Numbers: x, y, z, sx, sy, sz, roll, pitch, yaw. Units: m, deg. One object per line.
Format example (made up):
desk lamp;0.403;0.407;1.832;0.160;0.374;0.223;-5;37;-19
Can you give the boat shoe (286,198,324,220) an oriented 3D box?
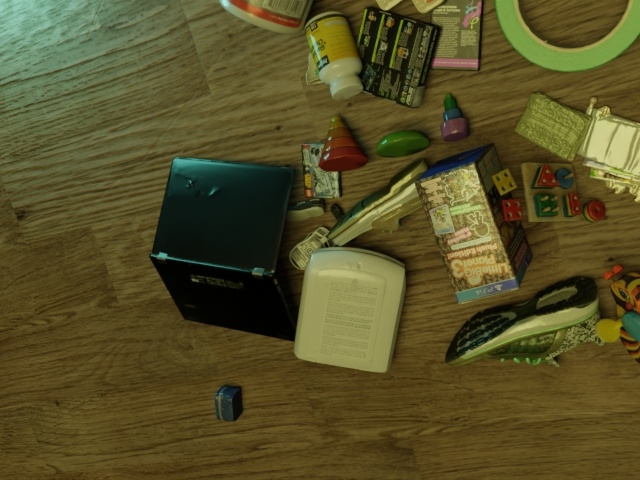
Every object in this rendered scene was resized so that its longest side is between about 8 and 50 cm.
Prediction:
boat shoe;-0.045;-0.080;2.107;0.125;0.038;0.046;-12;146;33

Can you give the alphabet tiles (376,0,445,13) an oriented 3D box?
alphabet tiles;0.208;-0.651;1.821;0.278;0.021;0.284;-31;88;20

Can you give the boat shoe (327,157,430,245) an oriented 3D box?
boat shoe;0.154;-0.066;1.988;0.302;0.113;0.103;-35;104;23

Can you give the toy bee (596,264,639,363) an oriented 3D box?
toy bee;0.699;0.131;1.826;0.162;0.195;0.298;51;143;40

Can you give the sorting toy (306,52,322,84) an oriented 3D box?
sorting toy;0.005;-0.417;1.984;0.083;0.045;0.075;-12;95;24

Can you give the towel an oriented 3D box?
towel;0.513;-0.253;1.839;0.148;0.027;0.110;30;116;18

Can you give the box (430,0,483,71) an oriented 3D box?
box;0.303;-0.463;1.860;0.116;0.029;0.162;7;110;18

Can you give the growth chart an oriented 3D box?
growth chart;0.662;-0.188;1.812;0.237;0.021;0.172;27;114;11

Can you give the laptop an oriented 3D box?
laptop;-0.224;0.025;2.191;0.381;0.236;0.408;8;138;28

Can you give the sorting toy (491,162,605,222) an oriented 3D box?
sorting toy;0.504;-0.109;1.810;0.046;0.274;0.132;150;118;-66

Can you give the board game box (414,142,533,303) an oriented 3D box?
board game box;0.349;-0.043;1.860;0.141;0.232;0.291;-17;99;26

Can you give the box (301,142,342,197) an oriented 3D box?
box;0.003;-0.174;2.065;0.093;0.027;0.137;2;107;19

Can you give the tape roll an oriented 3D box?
tape roll;0.528;-0.517;1.731;0.321;0.077;0.321;6;109;19

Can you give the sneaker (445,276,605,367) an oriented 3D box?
sneaker;0.487;0.245;1.954;0.410;0.158;0.182;-25;107;29

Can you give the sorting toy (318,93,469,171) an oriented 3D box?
sorting toy;0.161;-0.264;1.948;0.365;0.127;0.126;-13;76;18

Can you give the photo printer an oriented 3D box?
photo printer;0.075;0.164;2.070;0.256;0.107;0.308;8;113;2

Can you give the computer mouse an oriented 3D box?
computer mouse;0.000;0.000;2.115;0.193;0.042;0.106;-37;95;21

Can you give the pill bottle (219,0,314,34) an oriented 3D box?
pill bottle;-0.075;-0.663;1.843;0.210;0.210;0.363;28;113;11

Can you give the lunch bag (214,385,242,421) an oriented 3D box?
lunch bag;-0.262;0.462;2.343;0.065;0.067;0.098;5;109;20

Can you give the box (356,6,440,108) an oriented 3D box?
box;0.163;-0.418;1.898;0.184;0.045;0.191;25;114;30

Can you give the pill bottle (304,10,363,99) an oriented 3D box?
pill bottle;0.036;-0.420;1.899;0.103;0.103;0.184;-23;76;25
